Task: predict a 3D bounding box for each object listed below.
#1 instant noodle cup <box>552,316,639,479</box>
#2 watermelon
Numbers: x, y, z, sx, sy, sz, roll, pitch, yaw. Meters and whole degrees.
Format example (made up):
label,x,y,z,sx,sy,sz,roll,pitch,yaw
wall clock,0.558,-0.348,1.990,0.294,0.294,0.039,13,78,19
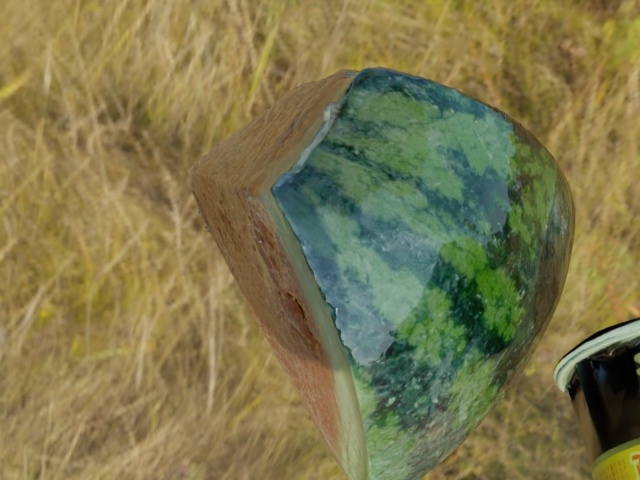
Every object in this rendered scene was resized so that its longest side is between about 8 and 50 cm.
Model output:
label,x,y,z,sx,sy,sz,roll,pitch,yaw
instant noodle cup,0.273,0.177,0.884,0.215,0.215,0.236,2,66,-16
watermelon,0.010,0.028,0.969,0.283,0.292,0.250,47,42,-41
